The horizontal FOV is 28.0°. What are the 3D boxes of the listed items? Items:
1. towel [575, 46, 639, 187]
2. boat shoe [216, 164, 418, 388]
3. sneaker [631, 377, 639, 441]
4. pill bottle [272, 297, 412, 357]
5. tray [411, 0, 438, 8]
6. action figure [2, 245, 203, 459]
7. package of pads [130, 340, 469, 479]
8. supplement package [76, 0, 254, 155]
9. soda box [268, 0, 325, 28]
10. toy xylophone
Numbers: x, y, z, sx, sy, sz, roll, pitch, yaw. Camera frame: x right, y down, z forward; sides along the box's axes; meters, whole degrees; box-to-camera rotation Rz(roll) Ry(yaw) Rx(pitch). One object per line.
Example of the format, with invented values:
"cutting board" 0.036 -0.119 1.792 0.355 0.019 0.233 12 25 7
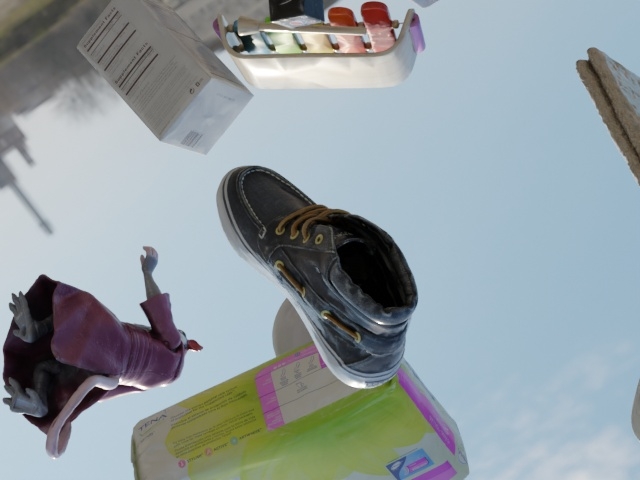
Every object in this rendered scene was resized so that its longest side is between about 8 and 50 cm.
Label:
"towel" 0.440 -0.127 1.683 0.049 0.187 0.282 -46 -143 29
"boat shoe" 0.000 0.000 0.809 0.065 0.183 0.083 -23 150 -29
"sneaker" 0.516 0.137 1.779 0.104 0.296 0.147 22 -165 25
"pill bottle" 0.035 0.089 1.512 0.136 0.136 0.245 -31 -178 15
"tray" 0.239 -0.440 1.921 0.270 0.030 0.145 -28 163 20
"action figure" -0.309 0.170 2.010 0.275 0.370 0.248 42 -68 37
"package of pads" -0.022 0.220 1.337 0.296 0.229 0.101 -26 -133 11
"supplement package" -0.251 -0.274 2.073 0.134 0.244 0.139 -49 155 14
"soda box" -0.036 -0.364 1.658 0.053 0.169 0.060 -7 175 29
"toy xylophone" -0.004 -0.297 1.914 0.322 0.081 0.236 3 164 4
